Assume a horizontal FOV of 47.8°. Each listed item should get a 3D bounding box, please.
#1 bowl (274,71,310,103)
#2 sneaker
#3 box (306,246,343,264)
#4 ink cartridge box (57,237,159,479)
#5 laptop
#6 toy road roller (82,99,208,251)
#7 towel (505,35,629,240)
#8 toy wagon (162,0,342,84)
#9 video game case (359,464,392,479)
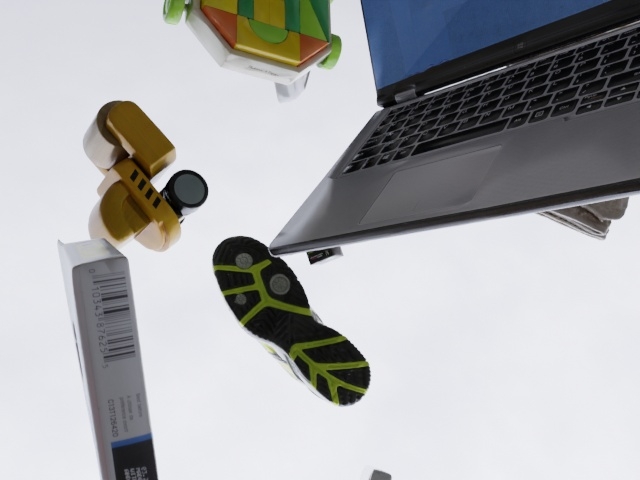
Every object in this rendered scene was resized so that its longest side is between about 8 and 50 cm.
[{"bbox_3d":[-0.053,-0.348,1.387,0.053,0.142,0.142,3,-134,10],"label":"bowl"},{"bbox_3d":[-0.074,0.161,1.350,0.145,0.147,0.385,-38,-92,-22],"label":"sneaker"},{"bbox_3d":[0.000,0.000,1.377,0.062,0.052,0.083,4,-114,-68],"label":"box"},{"bbox_3d":[-0.258,0.153,0.876,0.072,0.304,0.307,-10,-171,-18],"label":"ink cartridge box"},{"bbox_3d":[0.121,-0.220,0.643,0.382,0.236,0.408,-11,-147,46],"label":"laptop"},{"bbox_3d":[-0.431,-0.116,1.593,0.329,0.202,0.240,51,-125,-6],"label":"toy road roller"},{"bbox_3d":[0.301,-0.151,0.878,0.187,0.049,0.282,22,-113,-4],"label":"towel"},{"bbox_3d":[-0.094,-0.403,1.085,0.267,0.068,0.344,9,-112,-28],"label":"toy wagon"},{"bbox_3d":[0.035,0.375,0.830,0.026,0.206,0.227,16,-105,5],"label":"video game case"}]
